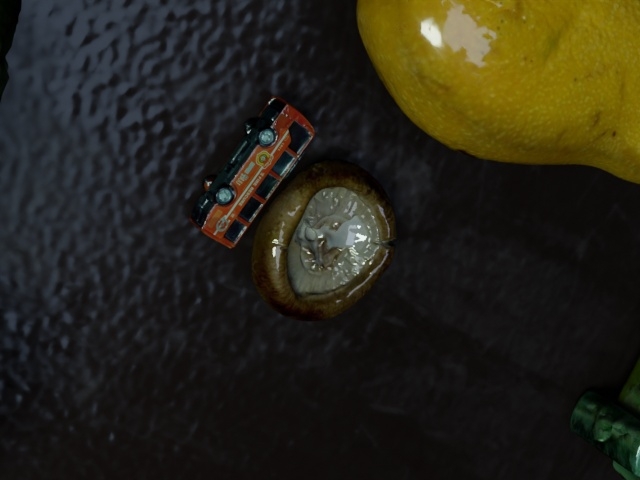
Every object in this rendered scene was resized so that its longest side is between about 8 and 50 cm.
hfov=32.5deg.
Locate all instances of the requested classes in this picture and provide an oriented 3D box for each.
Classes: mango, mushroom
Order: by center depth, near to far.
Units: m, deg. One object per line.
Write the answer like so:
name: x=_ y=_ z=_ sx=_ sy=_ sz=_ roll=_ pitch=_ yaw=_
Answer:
mango: x=0.157 y=-0.136 z=0.796 sx=0.295 sy=0.120 sz=0.177 roll=19 pitch=91 yaw=-30
mushroom: x=0.000 y=0.000 z=0.805 sx=0.123 sy=0.052 sz=0.123 roll=-14 pitch=115 yaw=-34

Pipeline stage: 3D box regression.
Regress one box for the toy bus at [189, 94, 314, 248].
toy bus: x=-0.048 y=-0.048 z=0.781 sx=0.043 sy=0.031 sz=0.110 roll=35 pitch=92 yaw=-32

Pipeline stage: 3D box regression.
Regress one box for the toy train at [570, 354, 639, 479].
toy train: x=0.399 y=0.103 z=0.968 sx=0.253 sy=0.160 sz=0.397 roll=26 pitch=95 yaw=-22

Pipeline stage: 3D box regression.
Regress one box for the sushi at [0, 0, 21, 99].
sushi: x=-0.305 y=-0.063 z=0.507 sx=0.294 sy=0.178 sz=0.351 roll=14 pitch=67 yaw=-17
